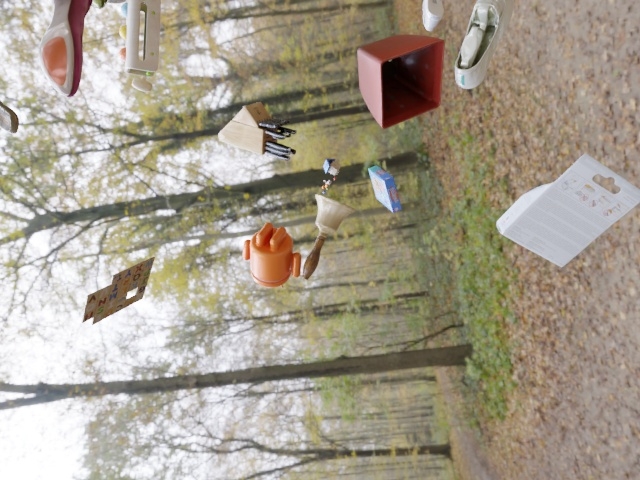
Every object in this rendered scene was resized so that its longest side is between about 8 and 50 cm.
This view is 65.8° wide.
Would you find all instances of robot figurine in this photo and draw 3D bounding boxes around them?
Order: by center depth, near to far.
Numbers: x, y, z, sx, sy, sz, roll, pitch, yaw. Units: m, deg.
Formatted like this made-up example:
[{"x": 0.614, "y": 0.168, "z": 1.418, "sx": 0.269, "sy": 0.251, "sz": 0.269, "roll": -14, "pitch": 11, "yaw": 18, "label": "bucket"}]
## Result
[{"x": -0.143, "y": 0.053, "z": 1.457, "sx": 0.219, "sy": 0.158, "sz": 0.128, "roll": 97, "pitch": 159, "yaw": -44, "label": "robot figurine"}]

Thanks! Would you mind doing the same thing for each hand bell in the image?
[{"x": 0.000, "y": 0.000, "z": 1.437, "sx": 0.126, "sy": 0.126, "sz": 0.242, "roll": 21, "pitch": -90, "yaw": -80, "label": "hand bell"}]

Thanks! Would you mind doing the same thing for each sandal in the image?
[{"x": -0.798, "y": -0.313, "z": 1.191, "sx": 0.049, "sy": 0.180, "sz": 0.072, "roll": -27, "pitch": -34, "yaw": -57, "label": "sandal"}]

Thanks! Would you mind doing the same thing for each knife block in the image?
[{"x": -0.213, "y": -0.354, "z": 1.768, "sx": 0.088, "sy": 0.276, "sz": 0.242, "roll": -34, "pitch": -87, "yaw": -48, "label": "knife block"}]

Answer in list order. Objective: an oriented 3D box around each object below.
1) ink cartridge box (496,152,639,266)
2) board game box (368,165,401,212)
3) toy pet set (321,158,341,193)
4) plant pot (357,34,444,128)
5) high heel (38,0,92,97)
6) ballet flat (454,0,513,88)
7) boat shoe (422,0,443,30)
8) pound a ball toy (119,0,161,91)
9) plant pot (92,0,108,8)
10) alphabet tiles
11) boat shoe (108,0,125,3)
[{"x": 0.530, "y": -0.065, "z": 1.060, "sx": 0.232, "sy": 0.189, "sz": 0.066, "roll": -55, "pitch": 19, "yaw": 28, "label": "ink cartridge box"}, {"x": 0.287, "y": -0.233, "z": 2.219, "sx": 0.210, "sy": 0.047, "sz": 0.160, "roll": -124, "pitch": 12, "yaw": -63, "label": "board game box"}, {"x": 0.030, "y": -0.278, "z": 2.058, "sx": 0.122, "sy": 0.065, "sz": 0.114, "roll": -55, "pitch": -6, "yaw": -42, "label": "toy pet set"}, {"x": 0.276, "y": -0.622, "z": 1.851, "sx": 0.236, "sy": 0.267, "sz": 0.267, "roll": 51, "pitch": 159, "yaw": 41, "label": "plant pot"}, {"x": -0.669, "y": -0.561, "z": 1.365, "sx": 0.181, "sy": 0.127, "sz": 0.377, "roll": 3, "pitch": -101, "yaw": -71, "label": "high heel"}, {"x": 0.558, "y": -0.725, "z": 1.698, "sx": 0.139, "sy": 0.139, "sz": 0.400, "roll": 21, "pitch": -92, "yaw": -80, "label": "ballet flat"}, {"x": 0.318, "y": -0.667, "z": 1.406, "sx": 0.063, "sy": 0.066, "sz": 0.184, "roll": 112, "pitch": 162, "yaw": -57, "label": "boat shoe"}, {"x": -0.690, "y": -0.743, "z": 1.870, "sx": 0.208, "sy": 0.136, "sz": 0.319, "roll": -161, "pitch": 75, "yaw": -64, "label": "pound a ball toy"}, {"x": -0.792, "y": -0.889, "z": 1.477, "sx": 0.366, "sy": 0.353, "sz": 0.366, "roll": -49, "pitch": 30, "yaw": 42, "label": "plant pot"}, {"x": -0.621, "y": 0.162, "z": 1.521, "sx": 0.237, "sy": 0.009, "sz": 0.198, "roll": -33, "pitch": -23, "yaw": -53, "label": "alphabet tiles"}, {"x": -0.906, "y": -1.017, "z": 1.866, "sx": 0.341, "sy": 0.127, "sz": 0.158, "roll": 10, "pitch": -148, "yaw": -41, "label": "boat shoe"}]
